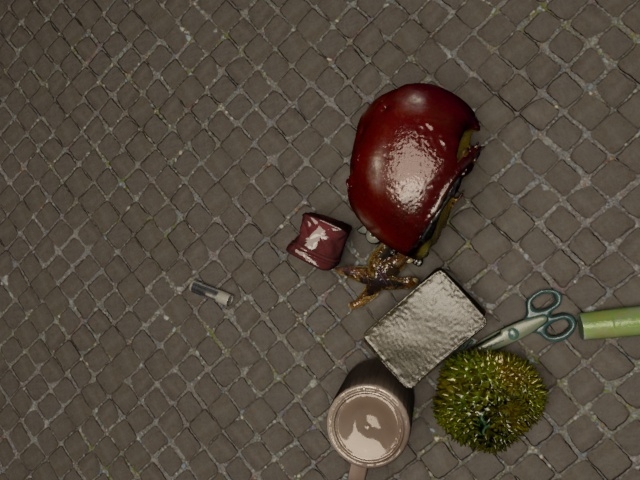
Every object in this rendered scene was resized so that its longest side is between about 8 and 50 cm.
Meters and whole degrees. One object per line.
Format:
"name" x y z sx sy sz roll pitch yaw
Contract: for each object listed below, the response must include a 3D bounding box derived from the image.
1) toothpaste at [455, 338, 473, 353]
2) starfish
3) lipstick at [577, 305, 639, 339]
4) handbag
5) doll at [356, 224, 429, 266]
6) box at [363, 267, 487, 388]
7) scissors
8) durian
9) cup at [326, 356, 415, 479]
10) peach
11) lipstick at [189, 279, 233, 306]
"toothpaste" 0.325 0.212 1.483 0.056 0.036 0.205 -42 80 8
"starfish" 0.152 0.098 1.507 0.216 0.071 0.238 31 110 6
"lipstick" 0.793 0.191 1.323 0.304 0.076 0.076 -8 84 16
"handbag" 0.000 0.000 1.493 0.146 0.225 0.135 24 98 4
"doll" 0.197 -0.006 1.517 0.219 0.067 0.091 35 103 17
"box" 0.270 0.217 1.407 0.273 0.143 0.184 -45 81 12
"scissors" 0.509 0.237 1.421 0.289 0.041 0.138 -29 87 12
"durian" 0.403 0.390 1.342 0.291 0.224 0.291 5 107 17
"cup" 0.115 0.460 1.406 0.208 0.273 0.288 41 96 8
"peach" 0.240 -0.163 1.376 0.353 0.339 0.416 -14 79 16
"lipstick" -0.338 0.161 1.680 0.141 0.040 0.040 19 92 17
